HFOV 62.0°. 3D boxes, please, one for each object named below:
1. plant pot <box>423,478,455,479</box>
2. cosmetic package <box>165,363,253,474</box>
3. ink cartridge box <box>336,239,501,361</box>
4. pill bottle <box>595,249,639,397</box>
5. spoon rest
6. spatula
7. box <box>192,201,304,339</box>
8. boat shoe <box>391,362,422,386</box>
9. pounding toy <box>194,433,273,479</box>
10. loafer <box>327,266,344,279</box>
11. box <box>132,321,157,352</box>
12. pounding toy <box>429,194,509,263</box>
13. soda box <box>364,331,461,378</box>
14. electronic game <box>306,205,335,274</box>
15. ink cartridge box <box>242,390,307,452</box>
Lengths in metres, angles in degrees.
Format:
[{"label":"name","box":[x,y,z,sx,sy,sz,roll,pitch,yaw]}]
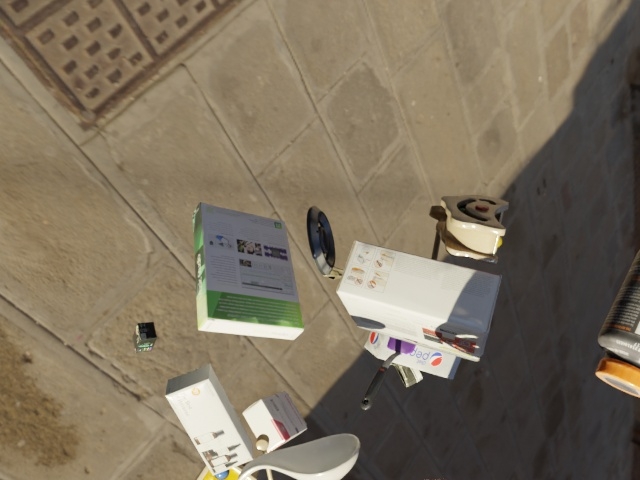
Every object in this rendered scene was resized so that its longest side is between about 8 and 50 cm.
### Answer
[{"label":"plant pot","box":[0.238,0.529,0.758,0.272,0.273,0.265,60,41,-41]},{"label":"cosmetic package","box":[-0.234,0.387,1.142,0.099,0.060,0.239,-23,113,-3]},{"label":"ink cartridge box","box":[0.220,0.142,1.180,0.272,0.310,0.130,64,43,-62]},{"label":"pill bottle","box":[0.562,0.140,0.905,0.130,0.130,0.245,41,77,-46]},{"label":"spoon rest","box":[-0.052,0.442,1.034,0.276,0.137,0.084,-25,94,6]},{"label":"spatula","box":[0.177,0.321,1.386,0.296,0.084,0.030,-48,132,-40]},{"label":"box","box":[-0.173,0.069,1.234,0.232,0.321,0.058,13,136,-30]},{"label":"boat shoe","box":[0.257,0.388,1.799,0.070,0.219,0.077,-26,148,-10]},{"label":"pounding toy","box":[-0.203,0.601,1.375,0.206,0.181,0.094,-56,180,0]},{"label":"loafer","box":[0.053,0.125,2.016,0.148,0.056,0.050,23,85,-44]},{"label":"box","box":[-0.549,0.302,1.660,0.052,0.062,0.083,-1,141,-33]},{"label":"pounding toy","box":[0.336,-0.010,1.182,0.154,0.269,0.154,5,113,-1]},{"label":"soda box","box":[0.280,0.324,1.586,0.286,0.091,0.098,20,93,-24]},{"label":"electronic game","box":[0.000,0.000,1.721,0.229,0.048,0.229,-12,90,-75]},{"label":"ink cartridge box","box":[-0.152,0.618,1.831,0.092,0.158,0.218,-38,162,11]}]
